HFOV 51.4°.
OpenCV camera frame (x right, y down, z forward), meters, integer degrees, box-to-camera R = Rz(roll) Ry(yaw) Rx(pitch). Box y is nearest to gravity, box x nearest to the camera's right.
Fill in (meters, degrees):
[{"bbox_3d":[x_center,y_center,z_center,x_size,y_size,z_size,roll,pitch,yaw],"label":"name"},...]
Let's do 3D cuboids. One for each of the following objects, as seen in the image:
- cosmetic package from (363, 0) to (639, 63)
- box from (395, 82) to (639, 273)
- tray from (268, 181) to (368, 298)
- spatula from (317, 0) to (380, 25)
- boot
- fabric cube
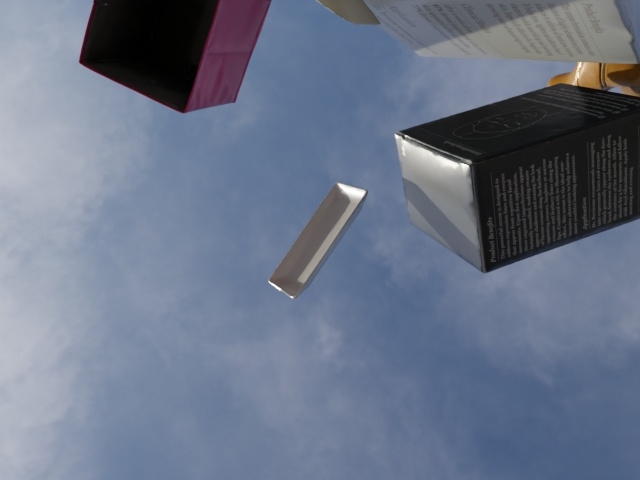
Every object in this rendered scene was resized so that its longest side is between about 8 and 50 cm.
[{"bbox_3d":[0.294,-0.469,0.999,0.394,0.329,0.327,12,-86,30],"label":"cosmetic package"},{"bbox_3d":[0.392,-0.136,1.264,0.396,0.211,0.293,-17,-156,-13],"label":"box"},{"bbox_3d":[0.000,0.000,1.410,0.270,0.030,0.145,-56,-153,-5],"label":"tray"},{"bbox_3d":[-0.088,-0.168,0.276,0.242,0.168,0.019,41,-62,11],"label":"spatula"},{"bbox_3d":[0.574,-0.390,1.397,0.104,0.211,0.295,-38,-148,-10],"label":"boot"},{"bbox_3d":[-0.292,-0.438,1.375,0.254,0.258,0.259,27,-68,9],"label":"fabric cube"}]
